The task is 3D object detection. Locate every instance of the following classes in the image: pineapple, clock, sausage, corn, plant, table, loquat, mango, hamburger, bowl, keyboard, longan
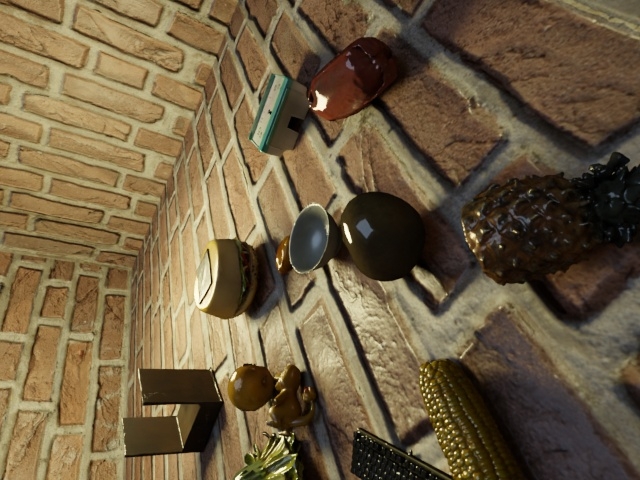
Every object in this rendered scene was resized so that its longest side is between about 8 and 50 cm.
[{"bbox_3d":[0.339,-0.043,0.545,0.279,0.158,0.157,-26,57,35],"label":"pineapple"},{"bbox_3d":[-0.147,-0.442,1.469,0.262,0.116,0.231,-66,29,15],"label":"clock"},{"bbox_3d":[0.077,-0.408,1.068,0.280,0.152,0.151,-18,64,55],"label":"sausage"},{"bbox_3d":[0.233,0.316,0.611,0.102,0.102,0.312,-49,39,36],"label":"corn"},{"bbox_3d":[-0.159,0.596,1.032,0.261,0.297,0.305,-69,-3,-54],"label":"plant"},{"bbox_3d":[-0.550,0.625,1.521,0.196,0.282,0.250,45,116,53],"label":"table"},{"bbox_3d":[-0.204,0.427,1.199,0.141,0.141,0.141,-26,57,50],"label":"loquat"},{"bbox_3d":[-0.097,0.041,1.248,0.077,0.063,0.127,7,79,62],"label":"mango"},{"bbox_3d":[-0.327,0.134,1.458,0.300,0.176,0.299,-23,61,51],"label":"hamburger"},{"bbox_3d":[0.000,0.000,1.093,0.189,0.086,0.188,-23,62,51],"label":"bowl"},{"bbox_3d":[0.158,0.436,0.746,0.317,0.027,0.106,-5,75,57],"label":"keyboard"},{"bbox_3d":[0.125,-0.010,0.833,0.189,0.189,0.189,-26,57,50],"label":"longan"}]

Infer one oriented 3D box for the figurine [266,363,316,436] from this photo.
[{"bbox_3d":[-0.067,0.399,1.058,0.123,0.121,0.176,-19,42,16],"label":"figurine"}]
